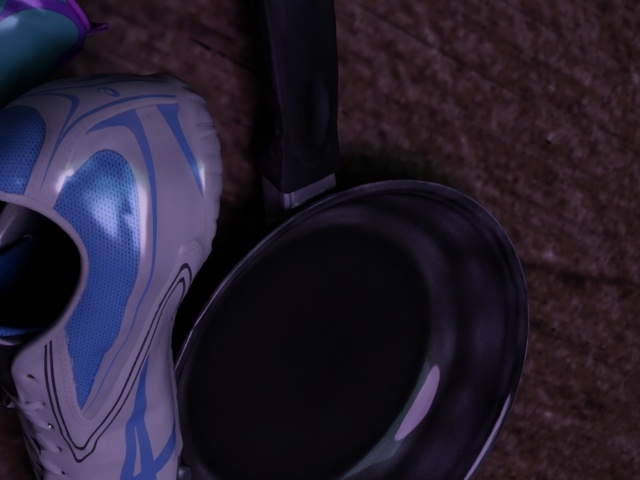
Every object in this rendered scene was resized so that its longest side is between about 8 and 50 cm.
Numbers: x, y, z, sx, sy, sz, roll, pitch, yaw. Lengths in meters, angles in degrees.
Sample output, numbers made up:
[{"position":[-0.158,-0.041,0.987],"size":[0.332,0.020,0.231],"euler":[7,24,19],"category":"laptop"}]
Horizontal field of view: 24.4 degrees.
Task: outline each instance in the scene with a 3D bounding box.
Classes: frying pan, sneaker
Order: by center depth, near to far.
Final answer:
[{"position":[-0.089,0.040,0.525],"size":[0.086,0.085,0.237],"euler":[-9,135,-21],"category":"sneaker"},{"position":[-0.019,0.022,0.609],"size":[0.197,0.053,0.326],"euler":[-45,130,-11],"category":"frying pan"}]

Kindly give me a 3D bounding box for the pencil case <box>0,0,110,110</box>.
[{"position":[-0.141,-0.035,0.475],"size":[0.070,0.064,0.152],"euler":[43,83,-29],"category":"pencil case"}]
